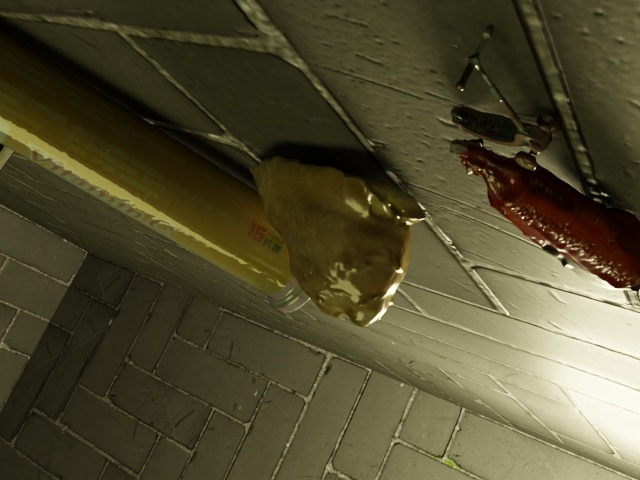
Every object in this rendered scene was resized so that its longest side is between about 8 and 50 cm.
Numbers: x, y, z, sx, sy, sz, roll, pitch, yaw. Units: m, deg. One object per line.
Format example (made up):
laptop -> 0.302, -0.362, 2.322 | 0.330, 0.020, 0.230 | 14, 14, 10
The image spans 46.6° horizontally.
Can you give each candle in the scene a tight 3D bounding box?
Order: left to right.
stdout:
candle -> 0.141, -0.021, 0.448 | 0.162, 0.048, 0.053 | 30, 138, -26

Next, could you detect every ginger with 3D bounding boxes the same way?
ginger -> -0.002, -0.003, 0.649 | 0.115, 0.122, 0.193 | 9, -174, -37

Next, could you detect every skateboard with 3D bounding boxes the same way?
skateboard -> 0.079, -0.073, 0.374 | 0.064, 0.032, 0.083 | 29, 176, 39

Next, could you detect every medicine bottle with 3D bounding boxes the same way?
medicine bottle -> -0.179, -0.071, 0.736 | 0.426, 0.108, 0.108 | 33, 166, -24

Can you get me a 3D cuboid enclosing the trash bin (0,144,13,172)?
trash bin -> -0.469, -0.134, 0.818 | 0.182, 0.209, 0.290 | 22, 162, 24
